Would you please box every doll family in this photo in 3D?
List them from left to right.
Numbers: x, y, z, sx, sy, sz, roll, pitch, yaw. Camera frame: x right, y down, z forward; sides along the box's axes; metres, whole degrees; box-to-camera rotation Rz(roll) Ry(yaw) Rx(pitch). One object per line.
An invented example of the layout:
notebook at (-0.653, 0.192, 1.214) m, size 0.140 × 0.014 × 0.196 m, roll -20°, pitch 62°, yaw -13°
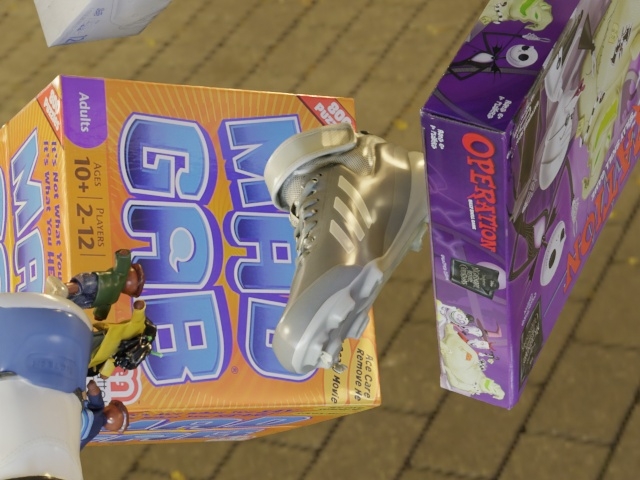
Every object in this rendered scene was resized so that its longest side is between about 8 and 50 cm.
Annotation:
doll family at (-0.179, 0.095, 1.197) m, size 0.111 × 0.193 × 0.076 m, roll -12°, pitch 55°, yaw -51°

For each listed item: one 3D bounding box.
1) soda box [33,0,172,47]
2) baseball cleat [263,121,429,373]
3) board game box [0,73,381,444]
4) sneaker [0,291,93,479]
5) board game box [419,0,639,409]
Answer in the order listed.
soda box at (-0.139, -0.250, 1.211) m, size 0.091 × 0.098 × 0.286 m, roll -14°, pitch -9°, yaw -33°
baseball cleat at (0.000, 0.000, 0.899) m, size 0.109 × 0.072 × 0.206 m, roll 29°, pitch 36°, yaw 11°
board game box at (-0.184, 0.042, 1.788) m, size 0.356 × 0.356 × 0.356 m, roll 2°, pitch -14°, yaw -29°
sneaker at (-0.233, 0.187, 0.906) m, size 0.315 × 0.127 × 0.182 m, roll -45°, pitch 44°, yaw 33°
board game box at (0.149, -0.103, 0.839) m, size 0.056 × 0.208 × 0.347 m, roll 20°, pitch 54°, yaw 18°
